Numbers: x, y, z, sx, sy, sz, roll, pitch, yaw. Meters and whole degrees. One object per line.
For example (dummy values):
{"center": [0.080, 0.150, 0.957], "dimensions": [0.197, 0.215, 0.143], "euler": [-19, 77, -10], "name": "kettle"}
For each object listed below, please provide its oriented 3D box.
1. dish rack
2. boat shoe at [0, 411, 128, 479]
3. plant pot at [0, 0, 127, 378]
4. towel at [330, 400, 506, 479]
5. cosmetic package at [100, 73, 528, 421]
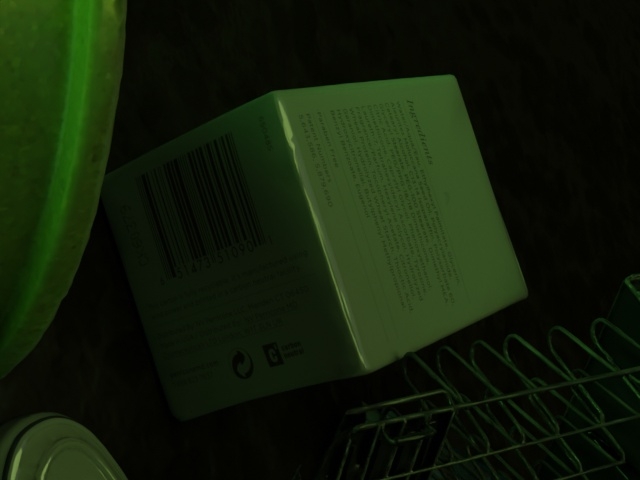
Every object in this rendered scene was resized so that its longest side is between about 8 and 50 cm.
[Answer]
{"center": [0.085, 0.132, 0.576], "dimensions": [0.271, 0.208, 0.074], "euler": [-7, 36, -29], "name": "dish rack"}
{"center": [-0.079, 0.197, 0.502], "dimensions": [0.095, 0.084, 0.258], "euler": [-31, 98, -51], "name": "boat shoe"}
{"center": [-0.235, -0.081, 0.325], "dimensions": [0.254, 0.276, 0.276], "euler": [-1, 75, -39], "name": "plant pot"}
{"center": [0.141, 0.292, 0.670], "dimensions": [0.370, 0.040, 0.271], "euler": [31, 50, -15], "name": "towel"}
{"center": [0.000, 0.000, 0.629], "dimensions": [0.184, 0.151, 0.151], "euler": [-15, 86, -50], "name": "cosmetic package"}
